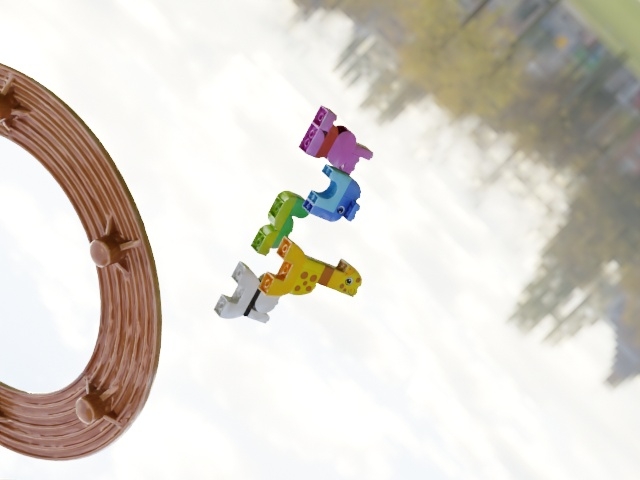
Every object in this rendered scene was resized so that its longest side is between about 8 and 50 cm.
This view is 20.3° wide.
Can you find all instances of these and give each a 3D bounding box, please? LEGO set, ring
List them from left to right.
[{"bbox_3d":[-0.257,0.021,1.402,0.336,0.336,0.032,48,-140,15],"label":"ring"},{"bbox_3d":[0.000,0.000,1.711,0.093,0.227,0.087,22,-167,-32],"label":"LEGO set"}]

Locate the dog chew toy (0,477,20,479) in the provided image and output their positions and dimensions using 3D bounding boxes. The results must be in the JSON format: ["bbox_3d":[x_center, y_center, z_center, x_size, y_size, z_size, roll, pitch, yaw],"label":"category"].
[{"bbox_3d":[-0.198,0.185,0.813,0.206,0.206,0.332,36,169,-39],"label":"dog chew toy"}]
